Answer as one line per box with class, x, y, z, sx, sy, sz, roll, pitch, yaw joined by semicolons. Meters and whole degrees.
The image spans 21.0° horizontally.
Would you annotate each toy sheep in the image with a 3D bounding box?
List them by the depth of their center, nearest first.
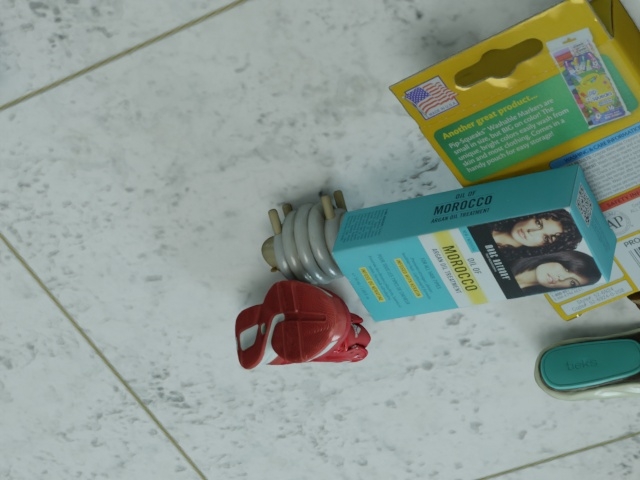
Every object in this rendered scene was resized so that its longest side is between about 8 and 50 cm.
toy sheep;0.000;0.000;1.713;0.132;0.091;0.091;-14;126;29

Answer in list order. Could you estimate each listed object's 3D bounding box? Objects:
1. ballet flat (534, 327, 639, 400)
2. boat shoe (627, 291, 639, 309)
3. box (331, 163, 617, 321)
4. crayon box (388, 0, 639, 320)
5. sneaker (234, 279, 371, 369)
ballet flat;0.346;0.127;1.779;0.248;0.086;0.086;-5;128;15
boat shoe;0.398;0.023;1.676;0.207;0.073;0.073;-31;117;30
box;0.142;0.006;1.606;0.244;0.060;0.100;-12;129;29
crayon box;0.236;-0.089;1.602;0.203;0.083;0.323;-24;123;26
sneaker;0.008;0.082;1.747;0.128;0.087;0.221;-3;176;-26
